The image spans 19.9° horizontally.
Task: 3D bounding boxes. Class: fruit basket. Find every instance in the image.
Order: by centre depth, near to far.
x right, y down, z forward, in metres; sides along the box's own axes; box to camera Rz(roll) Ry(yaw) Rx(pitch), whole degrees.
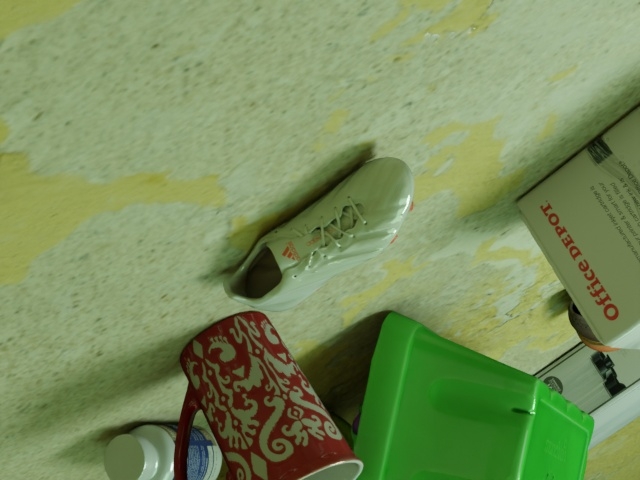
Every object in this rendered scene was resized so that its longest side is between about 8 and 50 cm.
[{"bbox_3d":[0.076,0.238,1.968,0.392,0.283,0.392,12,171,2],"label":"fruit basket"}]

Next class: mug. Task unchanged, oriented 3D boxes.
[{"bbox_3d":[-0.065,0.163,1.640,0.150,0.169,0.113,-19,156,-24],"label":"mug"}]

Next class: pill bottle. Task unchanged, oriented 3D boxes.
[{"bbox_3d":[-0.154,0.212,1.771,0.067,0.067,0.120,-39,157,22],"label":"pill bottle"}]

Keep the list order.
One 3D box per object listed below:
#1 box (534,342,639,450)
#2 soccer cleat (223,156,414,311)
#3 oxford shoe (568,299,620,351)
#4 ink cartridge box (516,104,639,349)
[{"bbox_3d":[0.363,0.187,2.345,0.290,0.087,0.169,-37,158,16],"label":"box"},{"bbox_3d":[0.000,0.000,1.512,0.076,0.068,0.196,2,145,-49],"label":"soccer cleat"},{"bbox_3d":[0.404,0.035,2.064,0.271,0.097,0.098,-33,152,7],"label":"oxford shoe"},{"bbox_3d":[0.331,-0.031,1.714,0.237,0.172,0.100,-39,157,22],"label":"ink cartridge box"}]
